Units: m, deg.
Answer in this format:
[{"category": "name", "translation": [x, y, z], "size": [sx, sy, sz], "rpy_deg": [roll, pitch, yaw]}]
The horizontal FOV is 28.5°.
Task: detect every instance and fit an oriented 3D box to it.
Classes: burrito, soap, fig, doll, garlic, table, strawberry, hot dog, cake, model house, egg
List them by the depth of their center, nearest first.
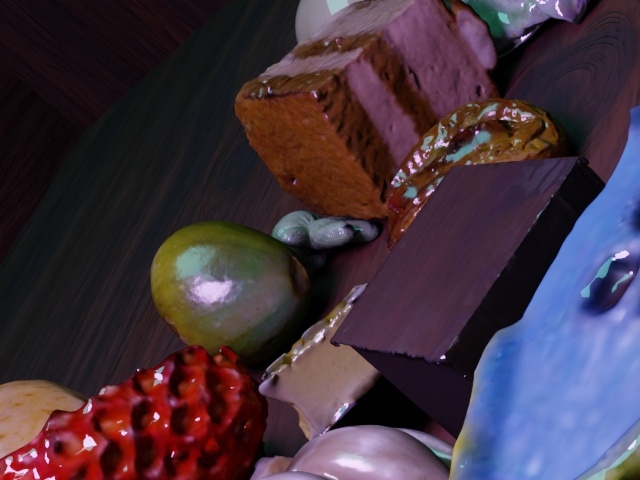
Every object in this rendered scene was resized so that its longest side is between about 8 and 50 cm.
[{"category": "model house", "translation": [0.214, 0.101, 0.636], "size": [0.303, 0.237, 0.215], "rpy_deg": [-54, 20, -12]}, {"category": "table", "translation": [0.153, 0.068, 0.895], "size": [0.169, 0.193, 0.172], "rpy_deg": [-54, 20, -14]}, {"category": "garlic", "translation": [0.015, 0.255, 0.977], "size": [0.237, 0.210, 0.292], "rpy_deg": [-20, 1, -27]}, {"category": "strawberry", "translation": [-0.168, 0.243, 1.093], "size": [0.336, 0.149, 0.265], "rpy_deg": [-39, -26, -13]}, {"category": "soap", "translation": [0.016, 0.108, 1.161], "size": [0.135, 0.076, 0.233], "rpy_deg": [-44, -2, -3]}, {"category": "hot dog", "translation": [0.148, -0.061, 1.300], "size": [0.227, 0.099, 0.160], "rpy_deg": [-44, 19, 23]}, {"category": "fig", "translation": [-0.101, 0.061, 1.483], "size": [0.191, 0.181, 0.181], "rpy_deg": [-12, 36, 28]}, {"category": "cake", "translation": [0.070, -0.184, 1.504], "size": [0.293, 0.196, 0.199], "rpy_deg": [-46, 23, -22]}, {"category": "doll", "translation": [0.000, 0.000, 1.537], "size": [0.115, 0.077, 0.150], "rpy_deg": [-20, 9, -38]}, {"category": "burrito", "translation": [0.242, -0.292, 1.547], "size": [0.229, 0.089, 0.144], "rpy_deg": [-28, 32, 51]}, {"category": "egg", "translation": [0.055, -0.311, 1.832], "size": [0.186, 0.186, 0.242], "rpy_deg": [-49, 9, 0]}]

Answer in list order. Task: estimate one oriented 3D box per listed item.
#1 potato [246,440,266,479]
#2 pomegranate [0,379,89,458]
[{"category": "potato", "translation": [-0.091, 0.249, 1.255], "size": [0.188, 0.085, 0.105], "rpy_deg": [-87, 20, -65]}, {"category": "pomegranate", "translation": [-0.306, 0.300, 1.350], "size": [0.307, 0.307, 0.307], "rpy_deg": [-42, 20, 20]}]
